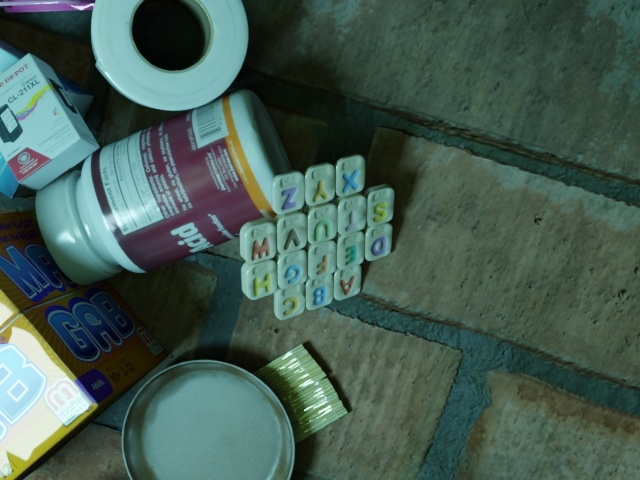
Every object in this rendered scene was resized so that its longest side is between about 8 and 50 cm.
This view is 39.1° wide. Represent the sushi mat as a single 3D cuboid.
[{"bbox_3d":[-0.119,0.323,1.622,0.316,0.019,0.151,-32,91,9],"label":"sushi mat"}]

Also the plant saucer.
[{"bbox_3d":[-0.195,0.358,1.600,0.310,0.050,0.311,1,96,7],"label":"plant saucer"}]

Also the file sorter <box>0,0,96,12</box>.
[{"bbox_3d":[-0.475,-0.529,1.490,0.202,0.182,0.291,0,104,7],"label":"file sorter"}]

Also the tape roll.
[{"bbox_3d":[-0.249,-0.335,1.468,0.246,0.169,0.246,-2,99,-15],"label":"tape roll"}]

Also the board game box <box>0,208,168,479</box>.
[{"bbox_3d":[-0.541,0.202,1.494,0.356,0.356,0.356,-40,89,8],"label":"board game box"}]

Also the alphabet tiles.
[{"bbox_3d":[0.000,0.000,1.476,0.284,0.021,0.278,-17,127,-27],"label":"alphabet tiles"}]

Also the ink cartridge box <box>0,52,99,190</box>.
[{"bbox_3d":[-0.460,-0.190,1.450,0.127,0.072,0.175,-35,78,5],"label":"ink cartridge box"}]

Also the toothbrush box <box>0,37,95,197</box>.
[{"bbox_3d":[-0.585,-0.240,1.579,0.295,0.126,0.216,32,97,5],"label":"toothbrush box"}]

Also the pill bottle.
[{"bbox_3d":[-0.253,-0.079,1.502,0.392,0.224,0.224,-21,92,9],"label":"pill bottle"}]
